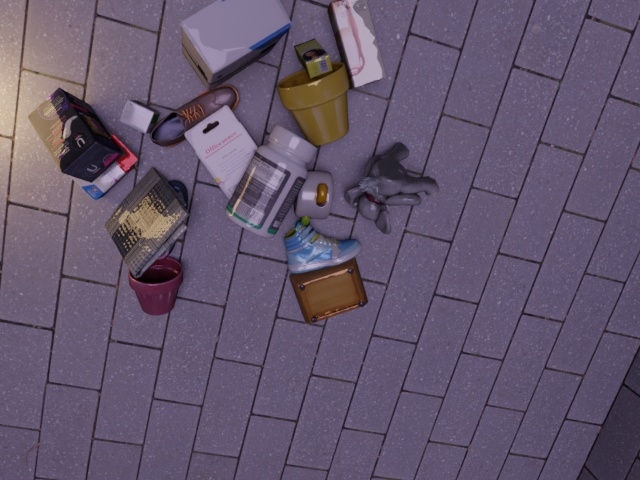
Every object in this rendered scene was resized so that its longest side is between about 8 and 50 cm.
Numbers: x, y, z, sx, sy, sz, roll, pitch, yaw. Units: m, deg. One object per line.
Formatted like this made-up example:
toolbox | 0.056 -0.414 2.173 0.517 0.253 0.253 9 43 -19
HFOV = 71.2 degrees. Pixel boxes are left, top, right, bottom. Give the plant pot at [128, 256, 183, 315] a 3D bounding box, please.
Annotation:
plant pot | -0.648 0.188 1.775 0.201 0.201 0.180 4 121 -7

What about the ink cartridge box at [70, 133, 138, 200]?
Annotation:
ink cartridge box | -0.802 -0.278 1.678 0.231 0.078 0.134 -40 106 5

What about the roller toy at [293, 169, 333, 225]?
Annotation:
roller toy | -0.022 -0.180 1.730 0.146 0.191 0.209 4 142 -9

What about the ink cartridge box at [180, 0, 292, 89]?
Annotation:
ink cartridge box | -0.286 -0.652 1.450 0.285 0.395 0.166 -35 108 -7

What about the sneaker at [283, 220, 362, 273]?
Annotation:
sneaker | 0.000 0.000 1.818 0.319 0.127 0.208 -16 108 -3

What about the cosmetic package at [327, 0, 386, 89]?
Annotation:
cosmetic package | 0.131 -0.716 1.625 0.129 0.153 0.296 -19 105 1

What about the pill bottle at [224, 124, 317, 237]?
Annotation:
pill bottle | -0.170 -0.208 1.581 0.204 0.204 0.361 29 98 -13

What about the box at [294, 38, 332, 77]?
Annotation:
box | -0.028 -0.647 1.581 0.087 0.232 0.058 -21 128 -1

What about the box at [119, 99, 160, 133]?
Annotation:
box | -0.658 -0.452 1.634 0.102 0.101 0.087 26 101 -12

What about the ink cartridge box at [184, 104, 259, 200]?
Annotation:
ink cartridge box | -0.327 -0.309 1.700 0.207 0.119 0.353 -33 107 2

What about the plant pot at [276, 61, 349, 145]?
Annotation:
plant pot | -0.003 -0.490 1.634 0.254 0.254 0.239 -20 121 -1

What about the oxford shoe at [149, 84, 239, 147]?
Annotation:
oxford shoe | -0.458 -0.450 1.639 0.364 0.133 0.130 -33 104 3

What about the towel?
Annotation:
towel | -0.648 -0.073 1.680 0.324 0.056 0.312 -47 60 8

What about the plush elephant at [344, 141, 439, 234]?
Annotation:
plush elephant | 0.246 -0.180 1.748 0.330 0.255 0.272 -24 64 -32

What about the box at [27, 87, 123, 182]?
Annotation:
box | -0.853 -0.363 1.560 0.165 0.143 0.270 -39 76 6

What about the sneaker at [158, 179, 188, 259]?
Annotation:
sneaker | -0.589 -0.072 1.730 0.112 0.131 0.319 13 103 -10

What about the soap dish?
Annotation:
soap dish | 0.041 0.213 1.884 0.291 0.118 0.229 -18 106 -2
